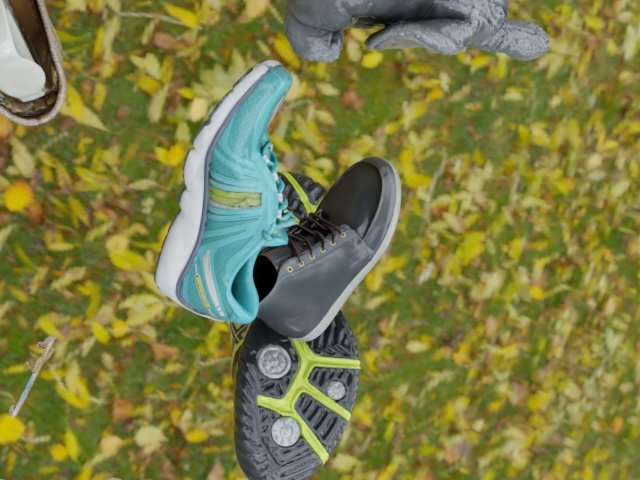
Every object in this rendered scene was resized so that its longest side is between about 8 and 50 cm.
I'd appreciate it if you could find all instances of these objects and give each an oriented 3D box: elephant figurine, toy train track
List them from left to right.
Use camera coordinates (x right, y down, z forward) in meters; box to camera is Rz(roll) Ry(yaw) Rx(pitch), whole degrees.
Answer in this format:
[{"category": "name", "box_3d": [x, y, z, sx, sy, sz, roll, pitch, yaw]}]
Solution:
[{"category": "toy train track", "box_3d": [-0.258, 0.118, 1.010, 0.083, 0.014, 0.048, -62, 180, 10]}, {"category": "elephant figurine", "box_3d": [0.096, -0.228, 1.017, 0.186, 0.240, 0.169, -65, 168, -52]}]

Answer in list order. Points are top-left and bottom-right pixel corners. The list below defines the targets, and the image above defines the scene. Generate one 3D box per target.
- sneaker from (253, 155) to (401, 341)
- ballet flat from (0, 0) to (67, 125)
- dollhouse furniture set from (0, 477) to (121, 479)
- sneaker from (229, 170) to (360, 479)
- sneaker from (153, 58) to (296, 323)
[{"category": "sneaker", "box_3d": [0.000, 0.000, 1.208, 0.118, 0.083, 0.222, 27, 91, -54]}, {"category": "ballet flat", "box_3d": [-0.266, -0.204, 0.912, 0.108, 0.106, 0.316, -19, 149, -2]}, {"category": "dollhouse furniture set", "box_3d": [-0.214, 0.216, 0.731, 0.161, 0.182, 0.101, 88, 11, -57]}, {"category": "sneaker", "box_3d": [-0.041, 0.114, 1.353, 0.145, 0.147, 0.384, 11, 61, -14]}, {"category": "sneaker", "box_3d": [-0.069, -0.043, 1.100, 0.107, 0.110, 0.275, -38, 150, -58]}]
